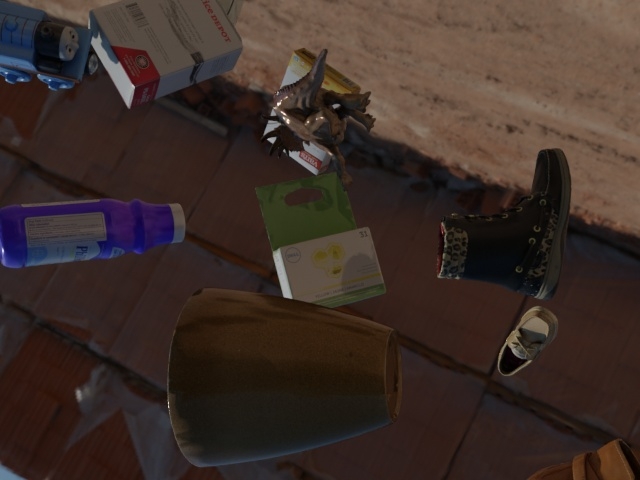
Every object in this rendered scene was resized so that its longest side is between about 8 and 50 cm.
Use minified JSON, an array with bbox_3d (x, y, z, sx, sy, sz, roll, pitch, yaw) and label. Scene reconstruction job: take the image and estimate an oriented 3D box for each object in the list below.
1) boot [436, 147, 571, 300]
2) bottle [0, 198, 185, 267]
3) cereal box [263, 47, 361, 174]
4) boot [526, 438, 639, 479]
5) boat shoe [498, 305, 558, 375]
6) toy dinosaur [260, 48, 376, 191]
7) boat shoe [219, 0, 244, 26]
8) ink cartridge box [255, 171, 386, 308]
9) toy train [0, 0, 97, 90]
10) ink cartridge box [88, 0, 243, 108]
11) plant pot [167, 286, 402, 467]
[{"bbox_3d":[0.275,-0.037,1.105,0.179,0.236,0.085,8,169,2],"label":"boot"},{"bbox_3d":[-0.362,-0.016,1.173,0.283,0.092,0.118,-6,167,-26],"label":"bottle"},{"bbox_3d":[-0.024,-0.291,1.674,0.173,0.240,0.047,37,-140,16],"label":"cereal box"},{"bbox_3d":[0.237,0.279,0.612,0.073,0.152,0.197,23,-146,-50],"label":"boot"},{"bbox_3d":[0.342,0.175,1.222,0.063,0.059,0.170,34,144,19],"label":"boat shoe"},{"bbox_3d":[-0.026,-0.208,1.228,0.200,0.127,0.295,26,164,21],"label":"toy dinosaur"},{"bbox_3d":[-0.188,-0.480,1.341,0.096,0.267,0.088,-8,146,38],"label":"boat shoe"},{"bbox_3d":[0.000,0.000,1.262,0.171,0.234,0.056,-13,175,-21],"label":"ink cartridge box"},{"bbox_3d":[-0.346,-0.224,0.819,0.184,0.080,0.105,12,173,-4],"label":"toy train"},{"bbox_3d":[-0.187,-0.242,0.891,0.109,0.151,0.063,60,154,7],"label":"ink cartridge box"},{"bbox_3d":[-0.029,0.176,0.948,0.255,0.237,0.237,-2,164,16],"label":"plant pot"}]
